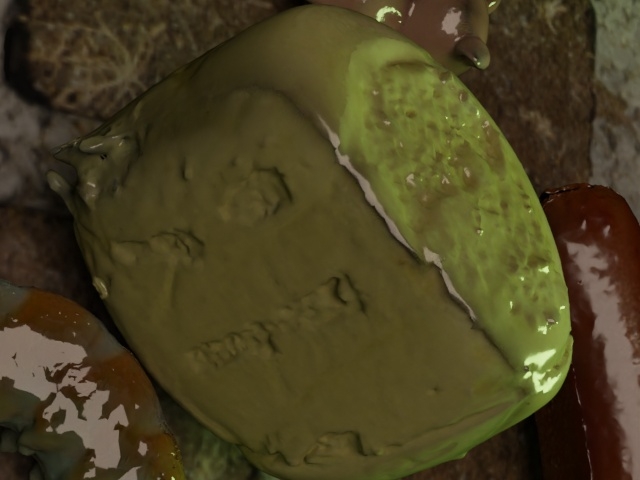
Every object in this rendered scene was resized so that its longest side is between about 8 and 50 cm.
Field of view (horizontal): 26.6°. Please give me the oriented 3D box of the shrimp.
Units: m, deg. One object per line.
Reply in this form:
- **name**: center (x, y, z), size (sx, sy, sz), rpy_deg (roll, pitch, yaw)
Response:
- **shrimp**: center (-0.189, 0.111, 0.721), size (0.287, 0.068, 0.185), rpy_deg (9, 81, -28)

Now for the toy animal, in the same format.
- **toy animal**: center (0.051, -0.149, 0.892), size (0.150, 0.089, 0.083), rpy_deg (10, 81, -19)

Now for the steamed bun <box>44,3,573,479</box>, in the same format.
- **steamed bun**: center (0.000, 0.000, 0.768), size (0.273, 0.232, 0.166), rpy_deg (49, 38, -10)

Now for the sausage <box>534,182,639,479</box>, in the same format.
- **sausage**: center (0.195, 0.126, 0.920), size (0.102, 0.102, 0.330), rpy_deg (-5, 84, -30)
